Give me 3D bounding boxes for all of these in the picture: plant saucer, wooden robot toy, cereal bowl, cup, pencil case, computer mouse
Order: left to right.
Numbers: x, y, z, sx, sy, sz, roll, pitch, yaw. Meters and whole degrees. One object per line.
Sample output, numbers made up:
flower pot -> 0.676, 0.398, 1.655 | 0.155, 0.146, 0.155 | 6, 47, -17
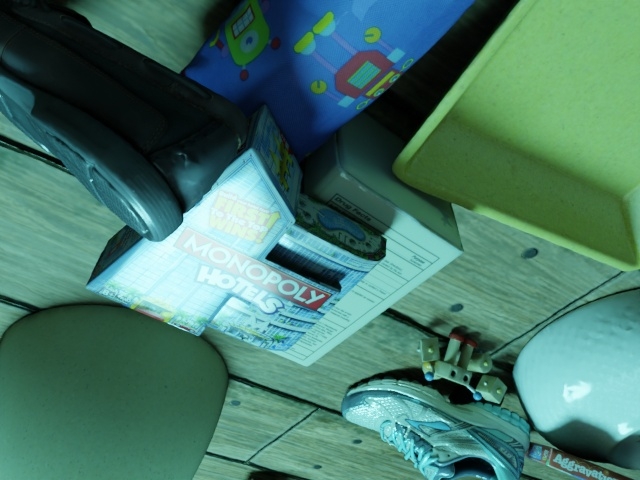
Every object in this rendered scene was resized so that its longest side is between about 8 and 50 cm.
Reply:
cup -> -0.301, 0.281, 0.753 | 0.330, 0.237, 0.331 | -1, 134, -1
pencil case -> 0.007, -0.164, 0.408 | 0.306, 0.133, 0.119 | -39, 156, 32
wooden robot toy -> 0.183, 0.175, 0.802 | 0.173, 0.076, 0.079 | 27, 163, -25
computer mouse -> 0.228, 0.300, 0.926 | 0.071, 0.041, 0.242 | 9, 134, -12
cereal bowl -> 0.457, 0.222, 0.789 | 0.338, 0.141, 0.339 | 0, 135, 0
plant saucer -> 0.273, -0.139, 0.458 | 0.332, 0.081, 0.333 | 18, 132, -24

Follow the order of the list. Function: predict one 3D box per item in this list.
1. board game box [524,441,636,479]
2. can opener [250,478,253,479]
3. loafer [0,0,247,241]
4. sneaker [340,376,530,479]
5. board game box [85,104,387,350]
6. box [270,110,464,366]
board game box -> 0.374, 0.337, 0.834 | 0.144, 0.027, 0.281 | 18, 167, 11
can opener -> -0.137, 0.564, 1.144 | 0.074, 0.093, 0.281 | 6, 139, -9
loafer -> -0.174, -0.112, 0.396 | 0.095, 0.302, 0.109 | -44, 153, -19
sneaker -> 0.161, 0.289, 0.827 | 0.282, 0.122, 0.110 | 9, 139, 15
board game box -> -0.052, 0.004, 0.439 | 0.194, 0.060, 0.194 | 27, 129, -20
box -> 0.000, 0.000, 0.563 | 0.148, 0.127, 0.232 | 30, 126, -25
